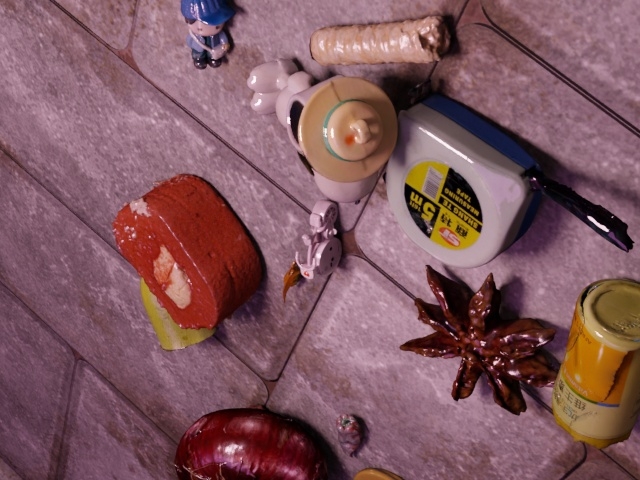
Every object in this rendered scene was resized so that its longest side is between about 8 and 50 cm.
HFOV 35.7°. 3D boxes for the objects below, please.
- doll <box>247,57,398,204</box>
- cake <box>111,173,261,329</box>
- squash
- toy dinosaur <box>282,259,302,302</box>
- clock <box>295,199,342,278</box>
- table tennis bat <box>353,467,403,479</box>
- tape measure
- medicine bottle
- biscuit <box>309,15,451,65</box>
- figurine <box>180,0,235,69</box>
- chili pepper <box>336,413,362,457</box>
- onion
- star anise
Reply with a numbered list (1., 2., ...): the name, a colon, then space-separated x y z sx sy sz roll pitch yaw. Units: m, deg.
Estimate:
1. doll: -0.013 -0.172 1.346 0.271 0.143 0.208 55 161 27
2. cake: -0.234 0.018 1.770 0.283 0.151 0.177 54 146 1
3. squash: -0.290 0.116 1.938 0.123 0.123 0.187 -4 115 46
4. toy dinosaur: -0.049 0.066 1.719 0.026 0.041 0.113 34 145 13
5. clock: 0.000 0.000 1.583 0.041 0.087 0.129 21 127 31
6. table tennis bat: 0.179 0.571 1.918 0.321 0.050 0.198 49 144 6
7. tape measure: 0.237 -0.037 1.291 0.351 0.097 0.215 39 141 25
8. medicine bottle: 0.379 0.171 1.323 0.124 0.124 0.239 27 137 26
9. biscuit: 0.071 -0.261 1.310 0.219 0.055 0.061 8 116 40
10. figurine: -0.171 -0.326 1.494 0.136 0.077 0.080 108 150 -64
11. chili pepper: 0.054 0.364 1.870 0.050 0.041 0.153 50 164 32
12. onion: -0.130 0.439 1.984 0.313 0.232 0.314 11 143 8
13. star anise: 0.232 0.148 1.477 0.288 0.088 0.288 27 137 29
